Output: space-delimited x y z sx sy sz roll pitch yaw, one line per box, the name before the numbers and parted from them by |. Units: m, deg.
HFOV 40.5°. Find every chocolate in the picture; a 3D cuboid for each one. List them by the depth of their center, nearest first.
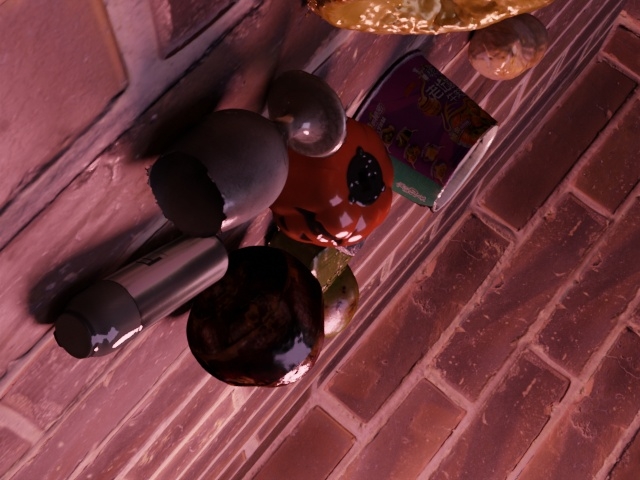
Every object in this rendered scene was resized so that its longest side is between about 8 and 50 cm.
chocolate | 0.388 -0.404 1.792 0.134 0.134 0.309 -59 170 28

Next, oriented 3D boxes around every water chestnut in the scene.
water chestnut | -0.090 0.130 1.331 0.224 0.223 0.238 -50 135 -9

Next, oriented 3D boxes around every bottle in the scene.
bottle | -0.215 0.062 1.053 0.096 0.080 0.253 -14 -166 35

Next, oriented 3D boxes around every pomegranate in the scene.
pomegranate | -0.010 0.107 1.698 0.190 0.159 0.241 -54 164 -2

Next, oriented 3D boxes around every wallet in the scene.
wallet | 0.055 -0.020 1.425 0.088 0.026 0.129 -57 156 1

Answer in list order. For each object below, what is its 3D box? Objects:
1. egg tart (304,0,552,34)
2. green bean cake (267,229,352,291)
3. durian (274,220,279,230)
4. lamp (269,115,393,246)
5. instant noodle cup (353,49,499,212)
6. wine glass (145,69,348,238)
egg tart | 0.132 -0.310 0.966 0.315 0.314 0.120 -12 98 -71
green bean cake | 0.000 0.000 1.543 0.200 0.113 0.214 -48 165 -25
durian | 0.002 -0.081 1.374 0.208 0.102 0.147 -45 160 -44
lamp | 0.005 -0.083 1.212 0.187 0.163 0.188 0 90 -48
instant noodle cup | 0.180 -0.177 1.519 0.251 0.190 0.251 -49 167 -15
wine glass | -0.077 -0.100 0.983 0.241 0.126 0.126 -44 165 -45
